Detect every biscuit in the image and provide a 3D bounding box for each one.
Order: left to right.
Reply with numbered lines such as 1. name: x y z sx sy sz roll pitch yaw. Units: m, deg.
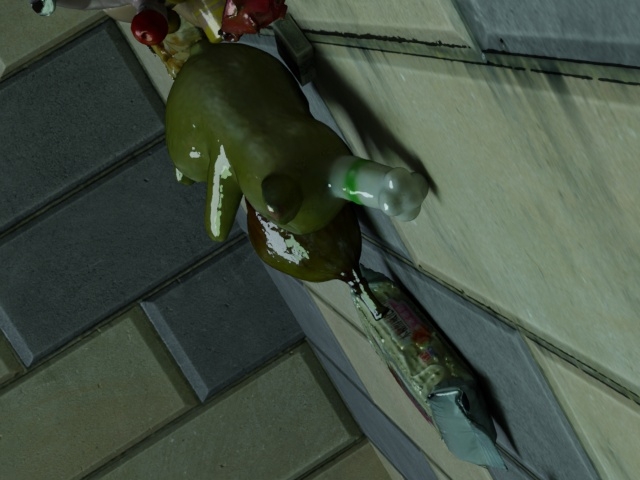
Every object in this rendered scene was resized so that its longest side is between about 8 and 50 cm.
1. biscuit: 0.137 0.164 1.906 0.309 0.079 0.186 54 174 42

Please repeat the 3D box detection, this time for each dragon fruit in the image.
1. dragon fruit: -0.063 -0.253 1.445 0.126 0.068 0.112 112 167 -57

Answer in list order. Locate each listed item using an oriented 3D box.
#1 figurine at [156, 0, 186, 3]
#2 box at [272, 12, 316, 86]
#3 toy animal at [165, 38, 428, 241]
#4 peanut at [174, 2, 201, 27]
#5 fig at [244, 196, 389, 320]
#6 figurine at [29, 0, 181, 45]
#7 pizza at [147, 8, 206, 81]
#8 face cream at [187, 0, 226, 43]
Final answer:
1. figurine: -0.205 -0.317 1.434 0.167 0.257 0.192 -119 9 -49
2. box: -0.029 -0.215 1.620 0.054 0.024 0.083 57 173 17
3. toy animal: -0.041 -0.075 1.555 0.363 0.181 0.180 50 155 40
4. peanut: -0.155 -0.317 1.839 0.152 0.076 0.076 48 168 46
5. fig: -0.002 0.001 1.895 0.274 0.145 0.170 51 158 24
6. figurine: -0.251 -0.321 1.743 0.287 0.176 0.186 -92 -20 -56
7. pizza: -0.289 -0.415 2.341 0.435 0.080 0.392 55 173 33
8. face cream: -0.164 -0.366 1.675 0.273 0.078 0.078 59 173 -7
